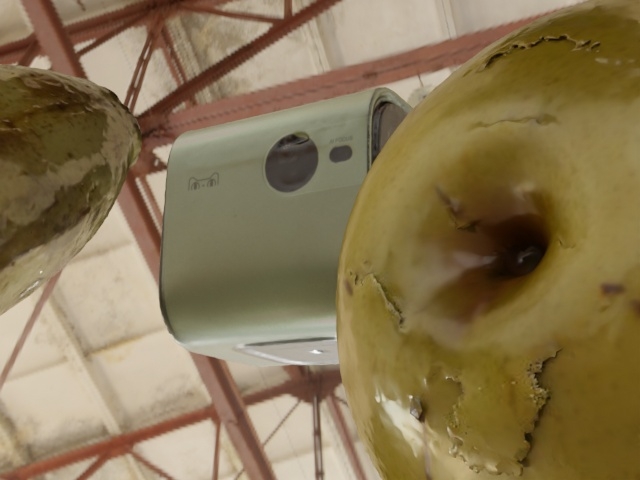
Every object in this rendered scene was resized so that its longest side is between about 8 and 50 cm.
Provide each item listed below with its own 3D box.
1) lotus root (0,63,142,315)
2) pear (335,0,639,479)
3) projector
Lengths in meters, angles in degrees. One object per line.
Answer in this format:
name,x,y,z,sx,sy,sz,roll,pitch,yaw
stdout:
lotus root,-0.165,0.001,0.311,0.110,0.258,0.097,43,-44,5
pear,0.180,0.045,0.471,0.348,0.348,0.348,-1,-58,-1
projector,0.000,0.000,1.009,0.249,0.248,0.248,-8,-18,28
